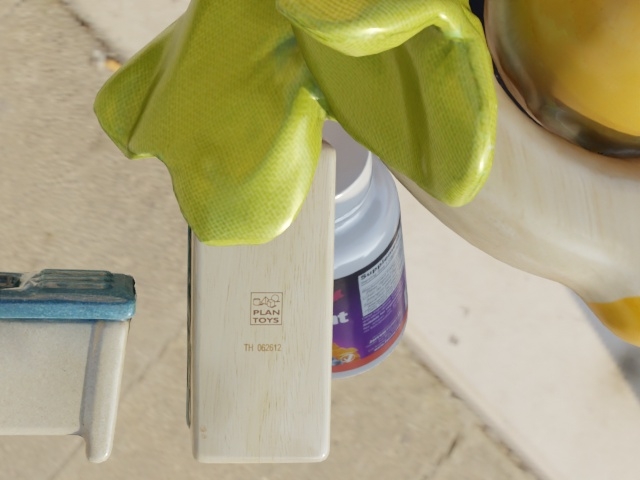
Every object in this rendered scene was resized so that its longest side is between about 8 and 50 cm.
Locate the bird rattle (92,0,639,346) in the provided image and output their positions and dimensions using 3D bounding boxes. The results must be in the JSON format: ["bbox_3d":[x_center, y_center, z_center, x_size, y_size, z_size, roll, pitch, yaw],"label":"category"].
[{"bbox_3d":[0.062,-0.089,0.462,0.207,0.143,0.253,42,63,-14],"label":"bird rattle"}]

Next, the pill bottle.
[{"bbox_3d":[0.000,0.000,1.116,0.108,0.108,0.193,-35,149,-17],"label":"pill bottle"}]

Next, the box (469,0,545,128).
[{"bbox_3d":[0.080,-0.222,0.832,0.343,0.179,0.312,35,41,10],"label":"box"}]

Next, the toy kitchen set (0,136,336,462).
[{"bbox_3d":[-0.106,0.008,0.698,0.207,0.166,0.122,1,101,-7],"label":"toy kitchen set"}]
